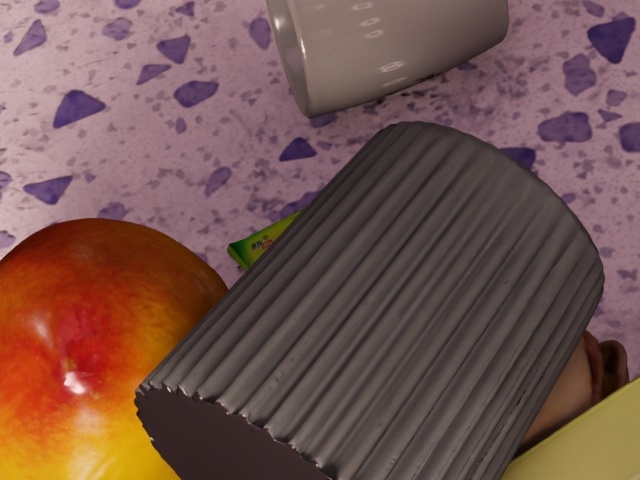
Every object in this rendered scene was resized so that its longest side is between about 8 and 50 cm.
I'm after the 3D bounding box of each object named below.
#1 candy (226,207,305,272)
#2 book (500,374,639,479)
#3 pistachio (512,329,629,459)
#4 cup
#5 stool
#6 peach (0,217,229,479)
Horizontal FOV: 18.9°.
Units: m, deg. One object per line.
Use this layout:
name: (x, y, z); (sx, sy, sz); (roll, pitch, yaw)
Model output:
candy: (0.000, -0.001, 1.984); (0.178, 0.032, 0.102); (-27, 55, -7)
book: (0.291, 0.244, 1.635); (0.352, 0.035, 0.239); (-35, 79, 12)
pistachio: (0.217, 0.175, 1.752); (0.144, 0.144, 0.215); (9, 67, 18)
cup: (0.061, -0.263, 2.083); (0.234, 0.186, 0.258); (-16, 26, -9)
stool: (0.054, 0.096, 1.637); (0.297, 0.297, 0.330); (25, 64, 26)
peach: (-0.209, 0.108, 1.785); (0.288, 0.308, 0.289); (-7, 57, 10)
